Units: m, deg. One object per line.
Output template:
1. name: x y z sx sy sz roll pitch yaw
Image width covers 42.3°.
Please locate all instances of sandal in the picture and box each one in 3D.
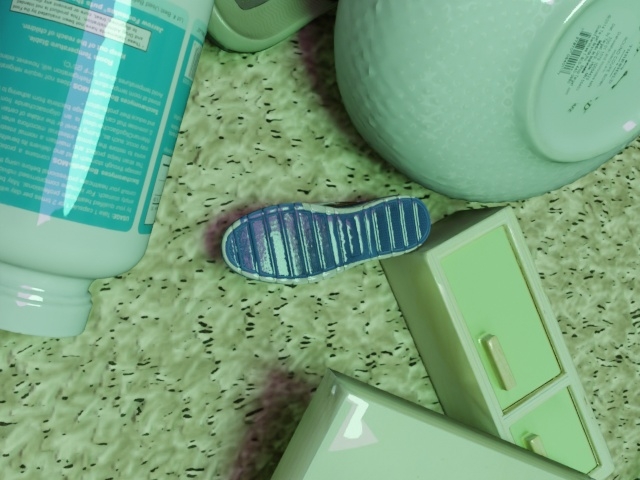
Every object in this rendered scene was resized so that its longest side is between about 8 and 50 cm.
1. sandal: 0.016 -0.261 0.697 0.120 0.086 0.303 49 62 -16

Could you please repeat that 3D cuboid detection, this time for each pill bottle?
1. pill bottle: -0.175 -0.072 0.571 0.146 0.146 0.264 15 92 -23

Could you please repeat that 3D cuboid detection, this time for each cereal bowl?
1. cereal bowl: 0.188 -0.164 0.656 0.338 0.141 0.339 -18 135 -19

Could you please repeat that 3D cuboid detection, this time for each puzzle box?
1. puzzle box: 0.032 0.330 0.655 0.272 0.052 0.409 26 95 -22

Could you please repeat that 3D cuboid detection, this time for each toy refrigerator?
1. toy refrigerator: 0.164 0.112 0.755 0.102 0.094 0.270 -27 100 -23

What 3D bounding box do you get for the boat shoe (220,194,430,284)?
1. boat shoe: 0.000 0.000 0.700 0.183 0.066 0.066 -6 91 -22
